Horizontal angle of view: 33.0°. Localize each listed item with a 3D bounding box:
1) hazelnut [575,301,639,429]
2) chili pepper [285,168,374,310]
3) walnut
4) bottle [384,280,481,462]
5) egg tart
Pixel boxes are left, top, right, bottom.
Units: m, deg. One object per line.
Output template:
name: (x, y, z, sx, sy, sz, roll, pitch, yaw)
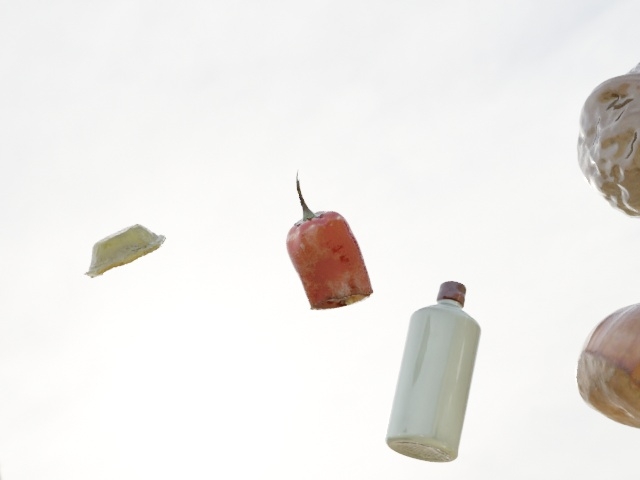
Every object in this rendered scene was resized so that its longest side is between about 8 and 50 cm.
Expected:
hazelnut: (0.338, 0.118, 1.105, 0.150, 0.150, 0.150, -16, -30, -9)
chili pepper: (0.000, 0.000, 1.389, 0.086, 0.192, 0.084, -22, 5, -38)
walnut: (0.532, -0.169, 1.698, 0.273, 0.227, 0.273, -30, -3, -2)
bottle: (0.159, 0.170, 1.468, 0.104, 0.245, 0.104, 12, -25, 6)
egg tart: (-0.229, 0.009, 1.253, 0.105, 0.039, 0.105, -23, 8, 3)
